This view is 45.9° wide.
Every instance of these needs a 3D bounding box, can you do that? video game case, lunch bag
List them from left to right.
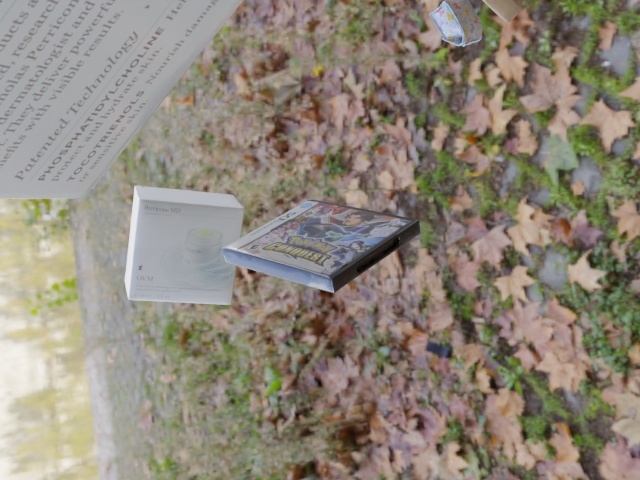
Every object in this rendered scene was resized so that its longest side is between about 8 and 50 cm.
[{"bbox_3d":[0.000,0.000,1.388,0.275,0.248,0.035,13,122,41],"label":"video game case"},{"bbox_3d":[0.244,-0.383,1.340,0.083,0.071,0.053,58,139,3],"label":"lunch bag"}]

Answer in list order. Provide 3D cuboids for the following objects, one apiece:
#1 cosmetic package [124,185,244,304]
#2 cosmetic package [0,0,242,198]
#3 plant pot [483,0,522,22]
[{"bbox_3d":[-0.299,0.010,1.650,0.138,0.224,0.224,-140,56,-67],"label":"cosmetic package"},{"bbox_3d":[-0.283,-0.251,0.523,0.329,0.394,0.327,46,105,9],"label":"cosmetic package"},{"bbox_3d":[0.225,-0.431,1.068,0.110,0.237,0.237,-42,54,21],"label":"plant pot"}]
